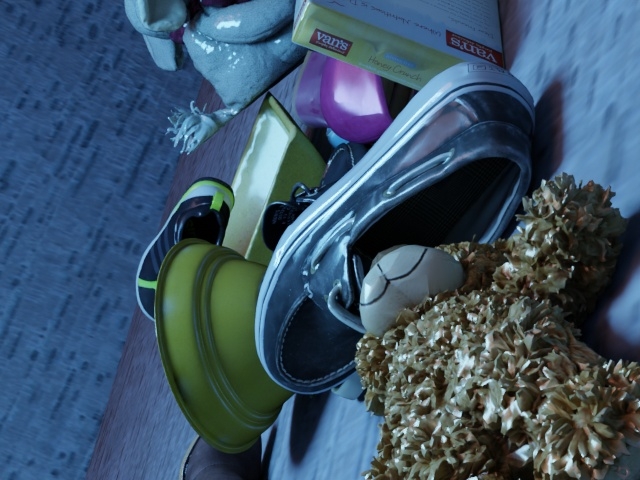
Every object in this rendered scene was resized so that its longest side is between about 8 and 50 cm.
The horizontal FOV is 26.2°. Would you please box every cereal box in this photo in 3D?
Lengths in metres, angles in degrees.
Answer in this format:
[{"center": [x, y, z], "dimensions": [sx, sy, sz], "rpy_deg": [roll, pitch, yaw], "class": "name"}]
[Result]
[{"center": [0.067, -0.217, 1.178], "dimensions": [0.240, 0.173, 0.047], "rpy_deg": [-84, 18, -50], "class": "cereal box"}]

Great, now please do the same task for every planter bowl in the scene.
[{"center": [-0.065, 0.091, 1.335], "dimensions": [0.090, 0.217, 0.217], "rpy_deg": [-16, 42, 23], "class": "planter bowl"}]

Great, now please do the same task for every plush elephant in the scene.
[{"center": [-0.140, -0.307, 1.818], "dimensions": [0.330, 0.255, 0.272], "rpy_deg": [-41, 4, -11], "class": "plush elephant"}]

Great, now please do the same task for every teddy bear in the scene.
[{"center": [0.087, 0.082, 0.774], "dimensions": [0.338, 0.113, 0.245], "rpy_deg": [-88, 23, -55], "class": "teddy bear"}]

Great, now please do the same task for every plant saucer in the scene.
[{"center": [-0.073, 0.001, 1.709], "dimensions": [0.333, 0.081, 0.332], "rpy_deg": [-117, 46, -75], "class": "plant saucer"}]

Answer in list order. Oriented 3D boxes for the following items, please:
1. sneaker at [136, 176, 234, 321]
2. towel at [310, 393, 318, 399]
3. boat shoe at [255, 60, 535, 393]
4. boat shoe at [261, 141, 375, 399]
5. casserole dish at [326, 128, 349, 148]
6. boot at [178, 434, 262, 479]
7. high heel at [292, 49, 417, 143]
[{"center": [-0.179, 0.023, 1.756], "dimensions": [0.097, 0.084, 0.234], "rpy_deg": [-93, 25, -59], "class": "sneaker"}, {"center": [0.008, 0.109, 1.337], "dimensions": [0.060, 0.009, 0.083], "rpy_deg": [-85, 19, -48], "class": "towel"}, {"center": [0.042, 0.015, 1.029], "dimensions": [0.335, 0.121, 0.119], "rpy_deg": [-57, 16, 34], "class": "boat shoe"}, {"center": [-0.002, 0.003, 1.290], "dimensions": [0.340, 0.113, 0.127], "rpy_deg": [-84, 17, -47], "class": "boat shoe"}, {"center": [0.050, -0.170, 1.521], "dimensions": [0.188, 0.037, 0.114], "rpy_deg": [129, 157, -56], "class": "casserole dish"}, {"center": [-0.072, 0.267, 1.358], "dimensions": [0.207, 0.090, 0.248], "rpy_deg": [-26, 40, 54], "class": "boot"}, {"center": [0.086, -0.278, 1.369], "dimensions": [0.181, 0.127, 0.377], "rpy_deg": [16, 93, 60], "class": "high heel"}]
